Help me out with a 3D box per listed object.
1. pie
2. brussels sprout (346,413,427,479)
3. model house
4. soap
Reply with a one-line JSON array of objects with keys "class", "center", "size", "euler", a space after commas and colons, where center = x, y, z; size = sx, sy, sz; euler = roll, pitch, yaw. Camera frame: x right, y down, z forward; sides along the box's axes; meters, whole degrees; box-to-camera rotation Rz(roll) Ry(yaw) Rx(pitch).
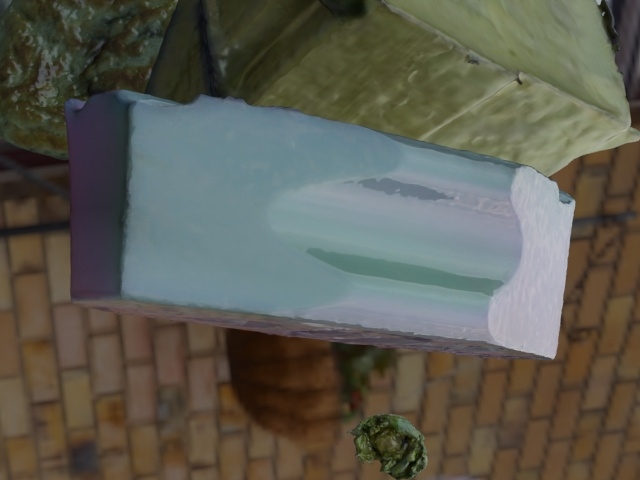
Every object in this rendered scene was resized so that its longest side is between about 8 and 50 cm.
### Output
[{"class": "pie", "center": [-0.214, -0.168, 1.509], "size": [0.054, 0.240, 0.240], "euler": [83, -6, -57]}, {"class": "brussels sprout", "center": [0.079, 0.217, 1.712], "size": [0.058, 0.085, 0.085], "euler": [-25, 114, -57]}, {"class": "model house", "center": [0.024, -0.146, 1.178], "size": [0.266, 0.321, 0.261], "euler": [-42, -139, 34]}, {"class": "soap", "center": [0.000, 0.000, 0.887], "size": [0.193, 0.324, 0.109], "euler": [-3, -101, 50]}]
